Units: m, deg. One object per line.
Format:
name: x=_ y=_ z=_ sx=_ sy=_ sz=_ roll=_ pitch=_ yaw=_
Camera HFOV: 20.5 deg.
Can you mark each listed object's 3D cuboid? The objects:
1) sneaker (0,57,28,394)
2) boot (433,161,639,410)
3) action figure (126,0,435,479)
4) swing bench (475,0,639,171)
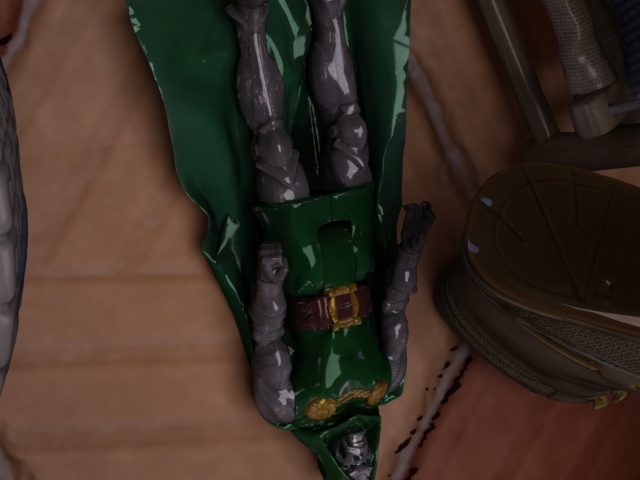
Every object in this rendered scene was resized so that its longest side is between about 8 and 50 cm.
sneaker: x=-0.182 y=0.051 z=0.634 sx=0.129 sy=0.111 sz=0.297 roll=14 pitch=112 yaw=-15
boot: x=0.153 y=0.041 z=0.745 sx=0.213 sy=0.165 sz=0.077 roll=21 pitch=77 yaw=2
action figure: x=0.000 y=0.000 z=0.764 sx=0.137 sy=0.063 sz=0.232 roll=-14 pitch=106 yaw=-24
swing bench: x=0.155 y=-0.160 z=0.687 sx=0.165 sy=0.254 sz=0.253 roll=-29 pitch=104 yaw=-14
